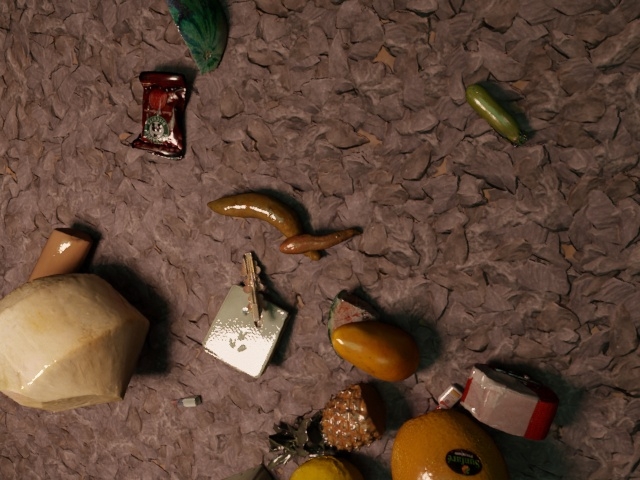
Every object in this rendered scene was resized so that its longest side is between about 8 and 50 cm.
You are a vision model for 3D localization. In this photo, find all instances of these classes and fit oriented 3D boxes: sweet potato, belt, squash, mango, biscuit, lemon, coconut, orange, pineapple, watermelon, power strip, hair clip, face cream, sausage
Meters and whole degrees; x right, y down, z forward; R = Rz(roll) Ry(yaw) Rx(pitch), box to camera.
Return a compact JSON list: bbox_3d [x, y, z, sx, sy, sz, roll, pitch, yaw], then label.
[{"bbox_3d":[0.000,0.000,1.100,0.215,0.050,0.050,-11,93,-1],"label":"sweet potato"},{"bbox_3d":[0.438,0.360,1.001,0.201,0.128,0.124,17,100,11],"label":"belt"},{"bbox_3d":[-0.135,-0.064,1.156,0.346,0.079,0.108,27,116,7],"label":"sweet potato"},{"bbox_3d":[0.398,-0.285,0.985,0.052,0.052,0.183,-42,87,16],"label":"squash"},{"bbox_3d":[0.132,0.260,1.046,0.252,0.154,0.126,26,97,-30],"label":"mango"},{"bbox_3d":[-0.451,-0.353,1.219,0.152,0.063,0.235,13,102,15],"label":"biscuit"},{"bbox_3d":[0.012,0.671,1.125,0.260,0.204,0.204,-33,86,34],"label":"lemon"},{"bbox_3d":[-0.685,0.295,1.197,0.415,0.415,0.344,42,127,8],"label":"coconut"},{"bbox_3d":[0.293,0.532,0.996,0.275,0.274,0.274,2,97,16],"label":"orange"},{"bbox_3d":[-0.005,0.504,1.132,0.365,0.165,0.165,-31,87,17],"label":"pineapple"},{"bbox_3d":[0.085,0.210,1.127,0.140,0.071,0.186,-5,110,-2],"label":"watermelon"},{"bbox_3d":[-0.200,0.252,1.212,0.199,0.064,0.213,26,89,13],"label":"power strip"},{"bbox_3d":[-0.181,0.134,1.173,0.063,0.056,0.213,-8,58,-10],"label":"hair clip"},{"bbox_3d":[0.323,0.403,1.096,0.040,0.021,0.083,39,106,10],"label":"face cream"},{"bbox_3d":[-0.328,-0.569,1.116,0.129,0.146,0.230,-22,87,17],"label":"watermelon"},{"bbox_3d":[-0.806,0.070,1.343,0.123,0.123,0.252,36,103,10],"label":"sausage"}]

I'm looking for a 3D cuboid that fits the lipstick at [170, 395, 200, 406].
[{"bbox_3d":[-0.417,0.494,1.324,0.107,0.025,0.025,-13,92,24],"label":"lipstick"}]

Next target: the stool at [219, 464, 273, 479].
[{"bbox_3d":[-0.241,0.832,1.235,0.270,0.170,0.243,-29,86,18],"label":"stool"}]
